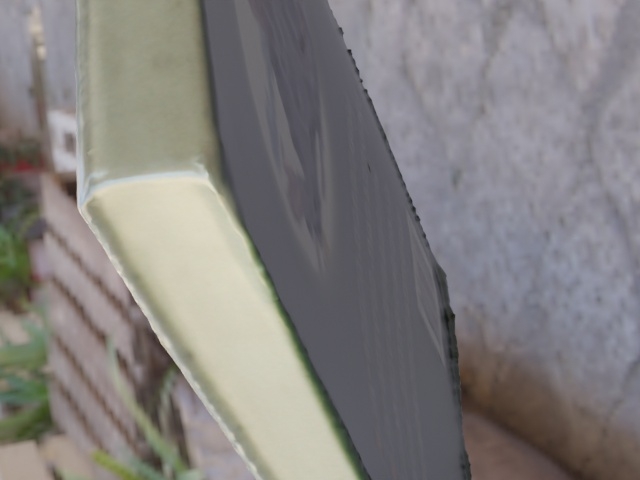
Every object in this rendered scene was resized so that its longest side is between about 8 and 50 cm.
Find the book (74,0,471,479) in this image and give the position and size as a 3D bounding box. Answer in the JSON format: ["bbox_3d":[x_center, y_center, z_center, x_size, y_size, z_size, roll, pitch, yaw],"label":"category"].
[{"bbox_3d":[0.000,0.000,0.667,0.371,0.043,0.260,63,-164,-47],"label":"book"}]
